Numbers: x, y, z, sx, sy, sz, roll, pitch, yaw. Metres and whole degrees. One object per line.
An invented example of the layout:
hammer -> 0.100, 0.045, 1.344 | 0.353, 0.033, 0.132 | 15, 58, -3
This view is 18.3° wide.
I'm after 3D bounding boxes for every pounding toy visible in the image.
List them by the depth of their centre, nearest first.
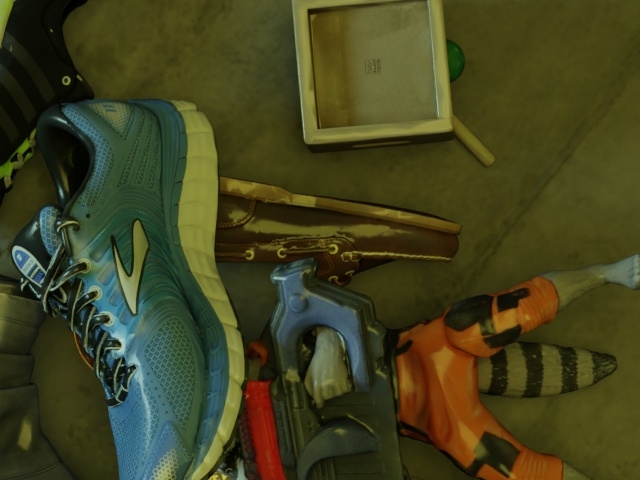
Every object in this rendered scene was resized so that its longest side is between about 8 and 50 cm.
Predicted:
pounding toy -> 0.057, -0.118, 1.490 | 0.141, 0.100, 0.130 | -5, 87, 3

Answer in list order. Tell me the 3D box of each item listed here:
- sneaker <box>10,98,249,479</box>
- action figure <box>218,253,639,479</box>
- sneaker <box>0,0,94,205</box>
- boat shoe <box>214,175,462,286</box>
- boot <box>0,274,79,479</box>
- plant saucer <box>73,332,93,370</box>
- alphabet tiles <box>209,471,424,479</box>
sneaker -> -0.146, 0.045, 1.377 | 0.147, 0.130, 0.330 | 7, 56, -28
action figure -> 0.064, 0.153, 1.454 | 0.330, 0.178, 0.341 | 0, 110, 0
sneaker -> -0.215, -0.103, 1.451 | 0.097, 0.084, 0.235 | 10, 86, -8
boat shoe -> 0.000, 0.000, 1.481 | 0.207, 0.073, 0.073 | 9, 88, 0
boot -> -0.215, 0.135, 1.415 | 0.338, 0.118, 0.223 | 11, 85, -3
plant saucer -> -0.143, 0.065, 1.486 | 0.083, 0.013, 0.084 | 0, 87, -8
alphabet tiles -> -0.021, 0.293, 1.487 | 0.284, 0.021, 0.278 | -23, 90, -8
